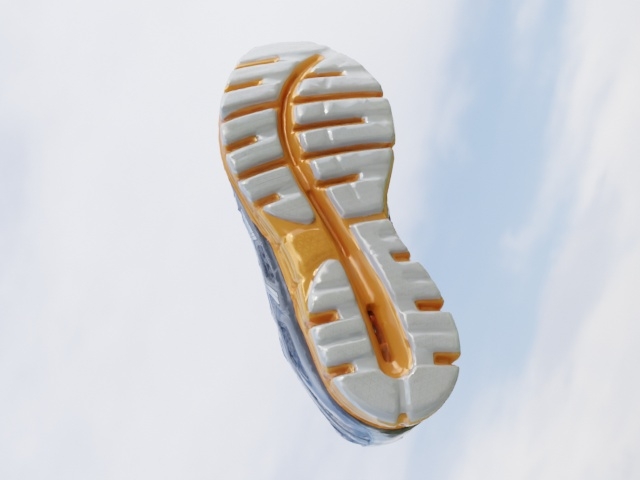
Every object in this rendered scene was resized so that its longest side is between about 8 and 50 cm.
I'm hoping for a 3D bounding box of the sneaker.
[{"bbox_3d":[0.000,0.000,0.650,0.083,0.084,0.215,103,156,-60],"label":"sneaker"}]
